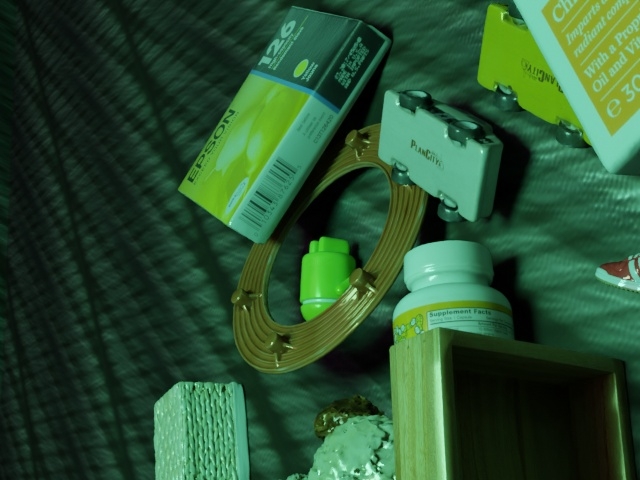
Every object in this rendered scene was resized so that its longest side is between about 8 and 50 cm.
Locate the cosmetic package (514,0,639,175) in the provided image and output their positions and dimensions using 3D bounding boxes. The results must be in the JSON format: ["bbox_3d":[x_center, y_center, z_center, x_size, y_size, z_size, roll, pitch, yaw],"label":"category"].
[{"bbox_3d":[0.245,-0.293,0.910,0.230,0.161,0.453,-52,49,43],"label":"cosmetic package"}]

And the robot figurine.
[{"bbox_3d":[0.009,0.056,1.441,0.101,0.067,0.115,-22,62,58],"label":"robot figurine"}]

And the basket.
[{"bbox_3d":[-0.171,0.290,1.674,0.113,0.103,0.167,-44,43,48],"label":"basket"}]

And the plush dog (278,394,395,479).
[{"bbox_3d":[0.024,0.255,1.036,0.262,0.210,0.225,40,103,37],"label":"plush dog"}]

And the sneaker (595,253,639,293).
[{"bbox_3d":[0.275,0.012,0.964,0.118,0.042,0.067,11,95,56],"label":"sneaker"}]

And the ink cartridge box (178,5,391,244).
[{"bbox_3d":[-0.071,-0.168,1.576,0.304,0.072,0.307,-59,30,-1],"label":"ink cartridge box"}]

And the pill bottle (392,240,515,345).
[{"bbox_3d":[0.129,0.111,1.133,0.117,0.117,0.209,-35,52,54],"label":"pill bottle"}]

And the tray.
[{"bbox_3d":[0.159,0.286,0.916,0.076,0.202,0.411,-30,55,51],"label":"tray"}]

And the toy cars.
[{"bbox_3d":[0.183,-0.123,1.145,0.393,0.087,0.177,-33,68,60],"label":"toy cars"}]

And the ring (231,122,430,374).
[{"bbox_3d":[0.000,0.000,1.390,0.336,0.032,0.337,-39,31,30],"label":"ring"}]
